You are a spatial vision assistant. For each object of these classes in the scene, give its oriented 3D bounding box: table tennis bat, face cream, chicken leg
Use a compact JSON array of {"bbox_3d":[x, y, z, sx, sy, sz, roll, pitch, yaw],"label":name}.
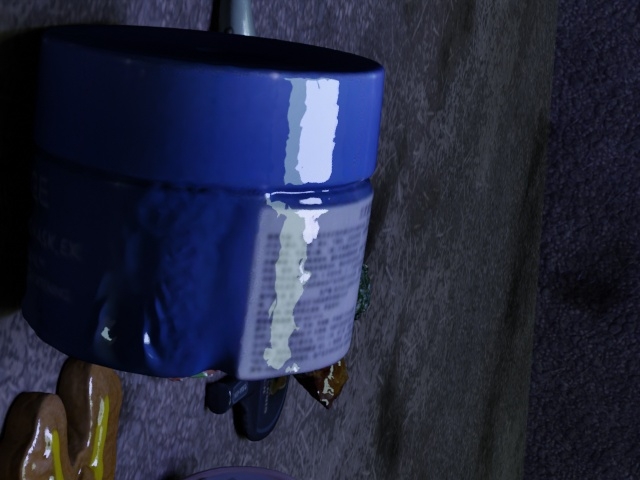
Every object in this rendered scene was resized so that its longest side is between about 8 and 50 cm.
[{"bbox_3d":[-0.070,0.145,1.737,0.236,0.027,0.150,-19,115,-74],"label":"table tennis bat"},{"bbox_3d":[-0.086,-0.030,1.185,0.249,0.249,0.225,-25,123,-70],"label":"face cream"},{"bbox_3d":[-0.037,0.102,1.657,0.304,0.093,0.113,54,23,-59],"label":"chicken leg"}]

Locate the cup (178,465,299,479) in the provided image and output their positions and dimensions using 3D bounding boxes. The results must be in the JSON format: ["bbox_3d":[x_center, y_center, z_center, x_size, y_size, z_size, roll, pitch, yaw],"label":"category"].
[{"bbox_3d":[-0.082,0.319,1.561,0.253,0.191,0.200,-115,-159,-64],"label":"cup"}]

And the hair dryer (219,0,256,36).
[{"bbox_3d":[-0.090,-0.115,1.460,0.219,0.088,0.225,-54,136,-49],"label":"hair dryer"}]

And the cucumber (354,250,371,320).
[{"bbox_3d":[0.000,0.000,1.759,0.359,0.096,0.096,63,40,-65],"label":"cucumber"}]

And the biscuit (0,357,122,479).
[{"bbox_3d":[-0.204,0.244,1.311,0.186,0.044,0.295,-40,137,-62],"label":"biscuit"}]

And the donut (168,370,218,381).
[{"bbox_3d":[-0.114,0.051,1.462,0.117,0.065,0.166,-17,114,-72],"label":"donut"}]
